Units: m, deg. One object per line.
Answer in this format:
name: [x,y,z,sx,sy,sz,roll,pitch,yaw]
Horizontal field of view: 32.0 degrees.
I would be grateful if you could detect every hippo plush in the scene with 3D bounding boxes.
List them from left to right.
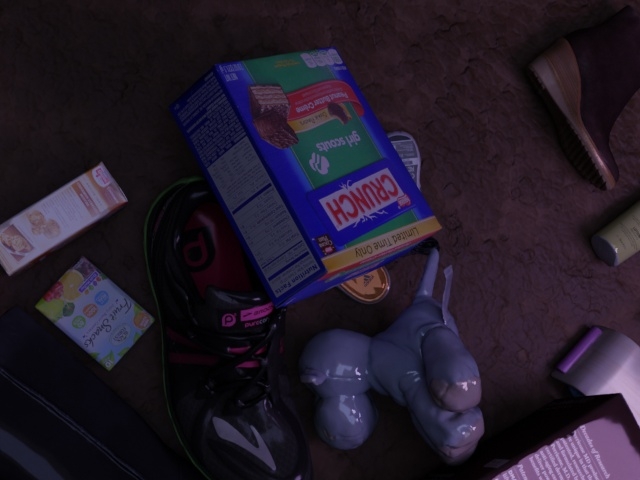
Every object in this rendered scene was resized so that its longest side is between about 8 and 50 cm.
hippo plush: [0.090,0.195,1.576,0.237,0.234,0.294,-10,103,-3]

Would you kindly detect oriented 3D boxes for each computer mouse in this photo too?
computer mouse: [0.123,-0.070,1.699,0.106,0.042,0.193,-5,93,-7]

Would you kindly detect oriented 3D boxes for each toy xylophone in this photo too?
toy xylophone: [0.531,0.260,1.739,0.236,0.081,0.322,-36,94,-11]

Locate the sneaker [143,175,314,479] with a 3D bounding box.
sneaker: [-0.129,0.140,1.528,0.185,0.202,0.482,-18,84,-21]

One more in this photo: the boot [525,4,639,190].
boot: [0.462,-0.225,1.747,0.207,0.090,0.248,-28,89,-9]

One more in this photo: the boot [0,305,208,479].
boot: [-0.350,0.350,1.472,0.445,0.146,0.367,44,43,-9]

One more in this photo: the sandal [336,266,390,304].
sandal: [0.007,-0.008,1.652,0.265,0.076,0.102,39,80,-7]

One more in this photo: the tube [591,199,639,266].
tube: [0.538,-0.047,1.772,0.240,0.062,0.070,-32,134,-16]

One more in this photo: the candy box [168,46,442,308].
candy box: [-0.017,-0.097,1.540,0.268,0.122,0.317,-20,79,-49]

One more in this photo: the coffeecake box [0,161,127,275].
coffeecake box: [-0.364,-0.027,1.545,0.185,0.142,0.068,-34,94,-11]

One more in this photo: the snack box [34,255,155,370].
snack box: [-0.323,0.104,1.600,0.141,0.037,0.100,43,81,-7]

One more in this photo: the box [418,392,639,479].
box: [0.270,0.363,1.593,0.381,0.191,0.143,-24,88,-22]
